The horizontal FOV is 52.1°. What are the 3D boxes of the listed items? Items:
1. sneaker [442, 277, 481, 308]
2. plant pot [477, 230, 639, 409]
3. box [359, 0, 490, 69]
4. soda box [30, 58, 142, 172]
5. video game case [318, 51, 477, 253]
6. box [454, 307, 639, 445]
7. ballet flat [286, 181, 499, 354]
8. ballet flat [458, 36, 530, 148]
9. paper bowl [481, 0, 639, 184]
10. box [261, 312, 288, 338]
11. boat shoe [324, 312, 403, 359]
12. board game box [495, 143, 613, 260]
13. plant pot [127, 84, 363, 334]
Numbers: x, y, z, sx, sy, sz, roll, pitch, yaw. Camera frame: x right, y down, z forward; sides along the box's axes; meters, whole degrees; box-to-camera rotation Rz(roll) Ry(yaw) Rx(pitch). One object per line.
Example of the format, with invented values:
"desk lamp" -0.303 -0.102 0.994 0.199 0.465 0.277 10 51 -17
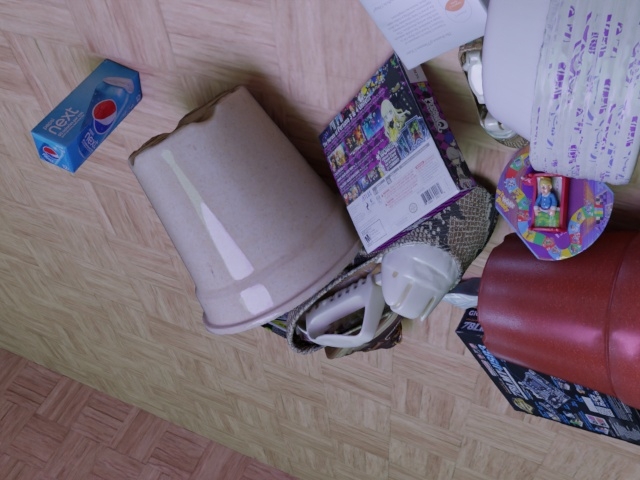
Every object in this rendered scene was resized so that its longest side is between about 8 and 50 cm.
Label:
"sneaker" 0.246 0.101 1.215 0.152 0.053 0.061 6 143 31
"plant pot" 0.389 0.098 0.938 0.265 0.272 0.272 6 141 44
"box" 0.117 -0.304 0.739 0.130 0.091 0.170 -13 127 46
"soda box" -0.397 -0.218 1.131 0.071 0.210 0.067 24 146 8
"video game case" 0.098 -0.117 0.943 0.232 0.042 0.210 -40 69 55
"box" 0.438 0.247 1.199 0.293 0.073 0.295 5 142 50
"ballet flat" 0.103 0.085 1.107 0.164 0.182 0.483 36 135 -20
"ballet flat" 0.220 -0.184 0.843 0.073 0.067 0.206 -1 136 39
"paper bowl" 0.242 -0.201 0.605 0.148 0.284 0.284 14 144 22
"box" -0.091 0.151 1.480 0.207 0.114 0.036 25 146 6
"boat shoe" 0.115 0.170 1.371 0.123 0.123 0.342 5 151 -20
"board game box" 0.299 -0.056 0.877 0.133 0.033 0.168 -52 53 31
"plant pot" -0.135 -0.069 1.075 0.334 0.334 0.305 -12 117 46
